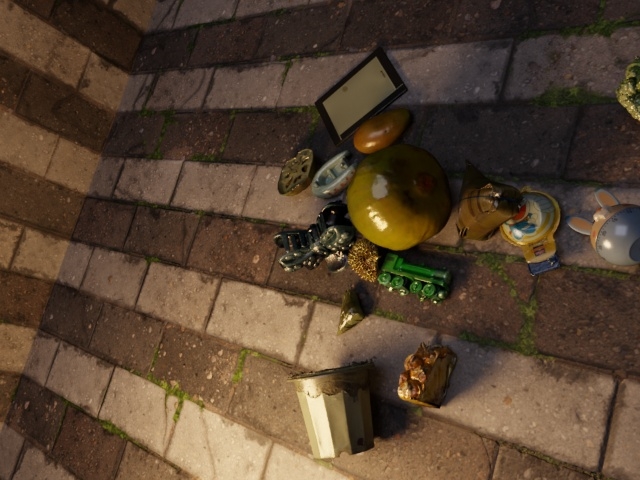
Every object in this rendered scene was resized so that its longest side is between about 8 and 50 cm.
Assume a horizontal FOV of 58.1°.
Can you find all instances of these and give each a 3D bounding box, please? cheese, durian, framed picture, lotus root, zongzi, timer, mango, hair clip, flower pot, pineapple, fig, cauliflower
[{"bbox_3d":[0.602,-0.032,1.634,0.177,0.069,0.270,-25,60,29],"label":"cheese"},{"bbox_3d":[0.146,0.066,1.875,0.208,0.102,0.146,166,95,-78],"label":"durian"},{"bbox_3d":[0.146,-0.552,2.214,0.347,0.016,0.265,-38,54,21],"label":"framed picture"},{"bbox_3d":[-0.076,-0.251,2.220,0.183,0.078,0.203,-7,58,46],"label":"lotus root"},{"bbox_3d":[0.077,0.228,1.947,0.130,0.062,0.154,-45,45,30],"label":"zongzi"},{"bbox_3d":[0.742,-0.046,1.478,0.175,0.175,0.255,-45,51,14],"label":"timer"},{"bbox_3d":[0.221,-0.391,2.048,0.227,0.099,0.136,-29,50,15],"label":"mango"},{"bbox_3d":[0.001,0.003,1.990,0.310,0.206,0.194,-29,62,27],"label":"hair clip"},{"bbox_3d":[0.055,0.506,1.738,0.290,0.290,0.259,-19,75,31],"label":"flower pot"},{"bbox_3d":[0.301,0.399,1.653,0.114,0.186,0.236,3,32,41],"label":"pineapple"},{"bbox_3d":[0.230,-0.124,1.801,0.343,0.343,0.343,-14,65,33],"label":"fig"},{"bbox_3d":[0.485,-0.164,1.678,0.260,0.123,0.289,118,160,-67],"label":"zongzi"},{"bbox_3d":[0.899,-0.421,1.445,0.275,0.250,0.272,-51,53,4],"label":"cauliflower"}]

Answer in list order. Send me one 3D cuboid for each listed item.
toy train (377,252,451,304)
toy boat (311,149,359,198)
[{"bbox_3d":[0.294,0.118,1.807,0.251,0.085,0.119,12,71,40],"label":"toy train"},{"bbox_3d":[0.047,-0.242,2.131,0.208,0.079,0.134,-41,56,15],"label":"toy boat"}]
